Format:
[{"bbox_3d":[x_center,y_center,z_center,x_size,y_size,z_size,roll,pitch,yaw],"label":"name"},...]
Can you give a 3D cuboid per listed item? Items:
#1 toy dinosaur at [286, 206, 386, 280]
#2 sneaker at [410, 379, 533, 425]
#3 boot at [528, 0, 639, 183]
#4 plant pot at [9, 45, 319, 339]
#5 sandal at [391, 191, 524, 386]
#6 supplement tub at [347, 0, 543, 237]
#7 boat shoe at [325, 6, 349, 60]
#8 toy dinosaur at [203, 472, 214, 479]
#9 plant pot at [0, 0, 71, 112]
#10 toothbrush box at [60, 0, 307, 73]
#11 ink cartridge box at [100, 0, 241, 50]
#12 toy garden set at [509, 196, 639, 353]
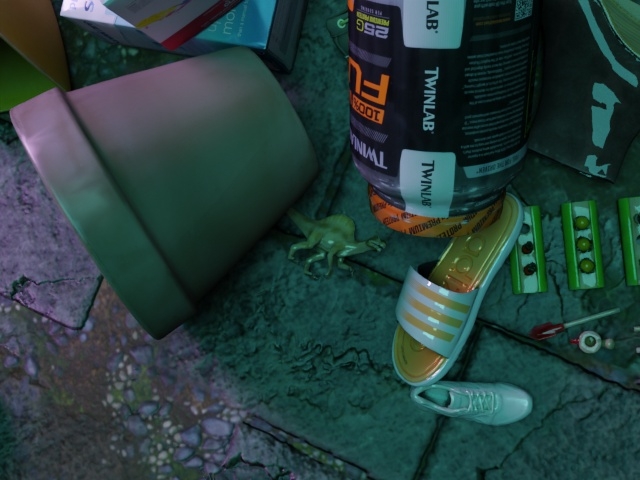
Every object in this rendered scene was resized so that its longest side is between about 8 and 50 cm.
[{"bbox_3d":[0.000,0.000,1.073,0.183,0.053,0.092,25,73,25],"label":"toy dinosaur"},{"bbox_3d":[0.183,0.199,1.002,0.152,0.061,0.053,3,84,12],"label":"sneaker"},{"bbox_3d":[0.294,-0.207,0.996,0.248,0.090,0.207,30,96,18],"label":"boot"},{"bbox_3d":[-0.165,-0.086,1.001,0.280,0.323,0.323,-31,79,-8],"label":"plant pot"},{"bbox_3d":[0.149,0.046,0.998,0.102,0.076,0.265,26,86,47],"label":"sandal"},{"bbox_3d":[0.134,-0.187,0.910,0.207,0.207,0.338,5,121,13],"label":"supplement tub"},{"bbox_3d":[0.145,-0.324,1.009,0.305,0.109,0.091,-36,109,16],"label":"boat shoe"},{"bbox_3d":[-0.152,0.357,1.076,0.082,0.047,0.090,1,96,31],"label":"toy dinosaur"},{"bbox_3d":[-0.486,-0.307,1.130,0.212,0.212,0.187,-8,72,12],"label":"plant pot"},{"bbox_3d":[-0.168,-0.363,1.095,0.295,0.126,0.216,13,89,15],"label":"toothbrush box"},{"bbox_3d":[-0.189,-0.324,0.940,0.127,0.176,0.128,-32,81,10],"label":"ink cartridge box"},{"bbox_3d":[0.355,0.050,0.980,0.244,0.049,0.203,-5,84,12],"label":"toy garden set"}]
